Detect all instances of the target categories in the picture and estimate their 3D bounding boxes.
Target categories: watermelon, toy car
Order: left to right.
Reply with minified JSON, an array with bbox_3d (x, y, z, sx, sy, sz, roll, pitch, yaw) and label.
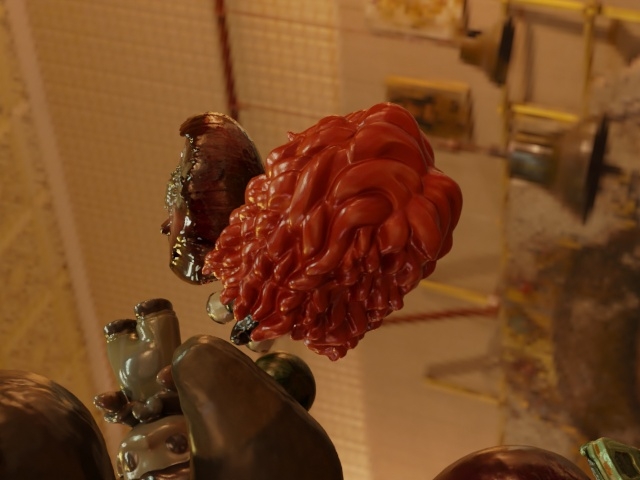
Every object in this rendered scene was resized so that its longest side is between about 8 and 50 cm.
[{"bbox_3d":[-0.044,0.198,2.088,0.105,0.062,0.105,22,-124,-37],"label":"watermelon"},{"bbox_3d":[0.361,0.270,1.762,0.186,0.058,0.093,23,-145,-58],"label":"toy car"}]

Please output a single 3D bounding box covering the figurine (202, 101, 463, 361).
[{"bbox_3d":[0.002,-0.002,1.792,0.306,0.241,0.412,-38,1,-12],"label":"figurine"}]

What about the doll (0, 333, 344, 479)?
[{"bbox_3d":[-0.209,0.205,1.394,0.378,0.252,0.382,-36,-63,-19],"label":"doll"}]

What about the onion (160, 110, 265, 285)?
[{"bbox_3d":[-0.140,-0.057,2.298,0.272,0.195,0.272,-173,90,-85],"label":"onion"}]

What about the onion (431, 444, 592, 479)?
[{"bbox_3d":[0.248,0.419,2.094,0.282,0.337,0.260,-152,49,-72],"label":"onion"}]

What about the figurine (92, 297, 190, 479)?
[{"bbox_3d":[-0.200,0.275,2.025,0.203,0.248,0.380,27,-136,-70],"label":"figurine"}]
